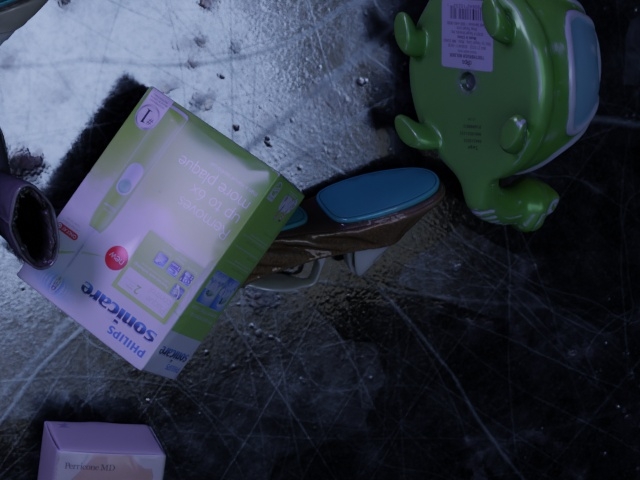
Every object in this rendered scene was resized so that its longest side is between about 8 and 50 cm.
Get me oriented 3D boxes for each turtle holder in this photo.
[{"bbox_3d":[0.255,-0.184,1.816,0.227,0.243,0.320,-15,80,-39],"label":"turtle holder"}]

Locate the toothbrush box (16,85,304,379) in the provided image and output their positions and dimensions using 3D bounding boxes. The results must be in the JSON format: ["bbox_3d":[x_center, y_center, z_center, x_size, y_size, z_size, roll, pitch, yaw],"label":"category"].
[{"bbox_3d":[-0.190,-0.007,1.720,0.206,0.122,0.283,36,90,18],"label":"toothbrush box"}]

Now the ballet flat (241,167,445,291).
[{"bbox_3d":[0.000,0.000,1.853,0.343,0.116,0.124,-16,125,-14],"label":"ballet flat"}]

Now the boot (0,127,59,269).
[{"bbox_3d":[-0.372,-0.070,1.648,0.076,0.208,0.189,-25,109,-13],"label":"boot"}]

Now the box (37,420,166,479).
[{"bbox_3d":[-0.296,0.396,1.825,0.148,0.121,0.311,4,101,-19],"label":"box"}]

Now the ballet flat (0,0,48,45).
[{"bbox_3d":[-0.423,-0.253,1.666,0.248,0.086,0.086,-18,107,-20],"label":"ballet flat"}]
